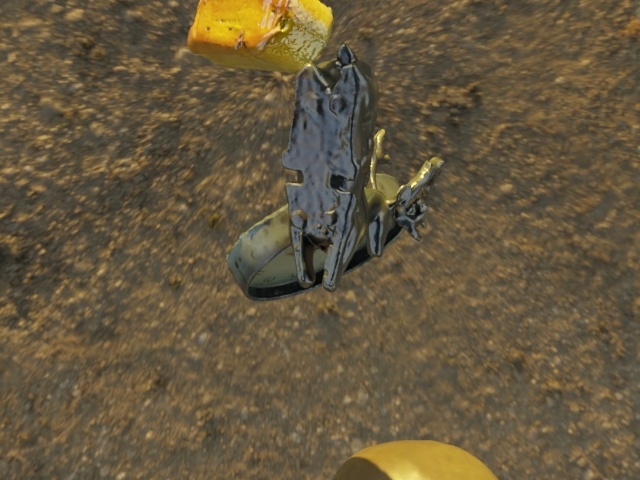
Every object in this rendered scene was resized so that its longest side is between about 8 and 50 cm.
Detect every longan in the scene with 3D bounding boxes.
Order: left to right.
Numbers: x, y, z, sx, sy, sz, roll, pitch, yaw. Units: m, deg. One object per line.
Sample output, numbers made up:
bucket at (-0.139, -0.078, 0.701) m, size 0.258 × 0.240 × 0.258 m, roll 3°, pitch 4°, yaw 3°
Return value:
longan at (0.141, 0.423, 1.430) m, size 0.298 × 0.297 × 0.297 m, roll 0°, pitch 99°, yaw -2°

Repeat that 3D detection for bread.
bread at (-0.084, -0.260, 1.200) m, size 0.094 × 0.245 × 0.102 m, roll 27°, pitch 87°, yaw -33°

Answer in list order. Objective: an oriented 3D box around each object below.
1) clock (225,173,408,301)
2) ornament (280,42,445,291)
clock at (0.000, 0.000, 1.664) m, size 0.325 × 0.325 × 0.067 m, roll -27°, pitch 72°, yaw 2°
ornament at (0.046, -0.077, 0.887) m, size 0.080 × 0.236 × 0.202 m, roll 10°, pitch 106°, yaw 25°
